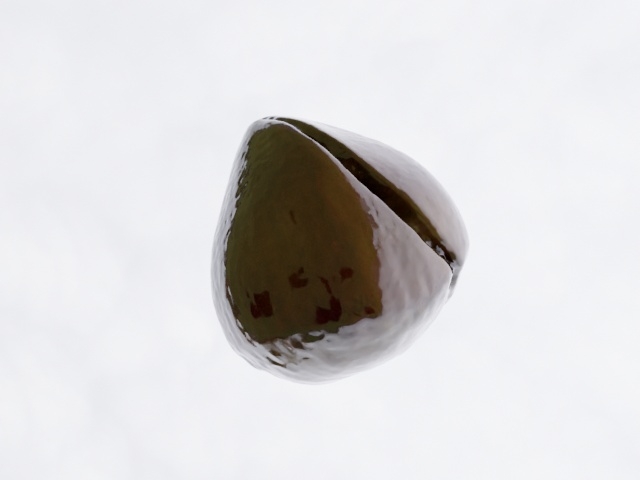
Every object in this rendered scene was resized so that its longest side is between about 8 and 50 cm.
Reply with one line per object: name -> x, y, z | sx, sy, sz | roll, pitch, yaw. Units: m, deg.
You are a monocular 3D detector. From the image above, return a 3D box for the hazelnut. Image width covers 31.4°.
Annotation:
hazelnut -> 0.000, 0.000, 0.856 | 0.208, 0.208, 0.208 | -7, -103, 34
